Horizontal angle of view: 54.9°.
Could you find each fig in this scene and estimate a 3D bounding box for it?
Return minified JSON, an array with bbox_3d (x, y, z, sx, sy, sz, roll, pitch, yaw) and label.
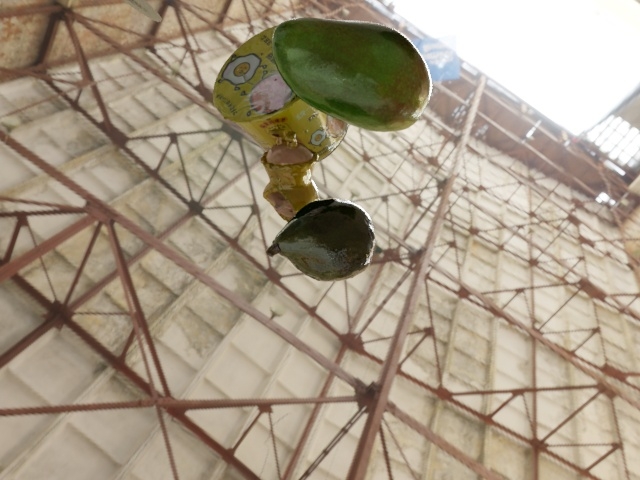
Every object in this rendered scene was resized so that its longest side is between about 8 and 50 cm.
[{"bbox_3d":[0.000,0.000,1.345,0.244,0.195,0.195,2,-137,-36],"label":"fig"}]

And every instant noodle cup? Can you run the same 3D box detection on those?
[{"bbox_3d":[-0.083,-0.363,1.621,0.254,0.325,0.326,51,-172,-51],"label":"instant noodle cup"}]

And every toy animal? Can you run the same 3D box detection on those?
[{"bbox_3d":[-0.070,-0.156,1.481,0.155,0.230,0.156,-5,-145,4],"label":"toy animal"}]

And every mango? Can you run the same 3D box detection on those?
[{"bbox_3d":[0.073,-0.375,1.355,0.381,0.225,0.201,19,-167,-18],"label":"mango"}]

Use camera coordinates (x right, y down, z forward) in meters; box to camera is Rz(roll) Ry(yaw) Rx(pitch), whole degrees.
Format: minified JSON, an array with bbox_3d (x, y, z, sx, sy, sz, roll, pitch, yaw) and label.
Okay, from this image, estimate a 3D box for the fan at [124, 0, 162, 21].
[{"bbox_3d":[-0.449,-0.548,1.198,0.233,0.012,0.414,33,179,20],"label":"fan"}]
